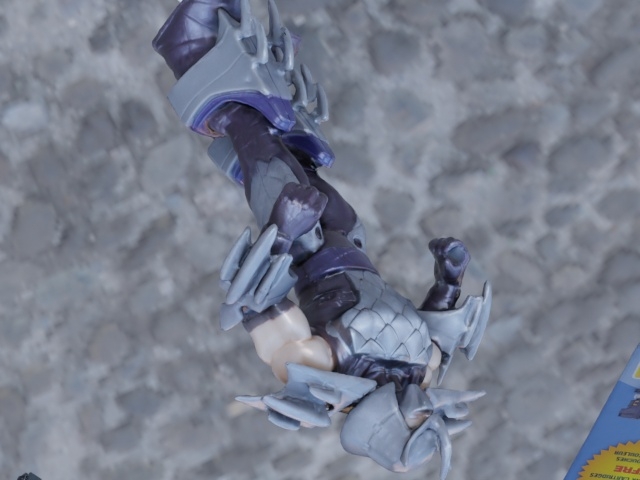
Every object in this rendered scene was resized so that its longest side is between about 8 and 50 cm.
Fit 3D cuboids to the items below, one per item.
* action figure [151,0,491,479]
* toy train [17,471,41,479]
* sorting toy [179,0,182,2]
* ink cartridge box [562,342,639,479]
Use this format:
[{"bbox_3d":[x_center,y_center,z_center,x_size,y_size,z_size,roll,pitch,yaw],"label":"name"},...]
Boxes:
[{"bbox_3d":[0.000,0.000,0.917,0.099,0.285,0.185,-36,150,17],"label":"action figure"},{"bbox_3d":[-0.256,0.247,1.454,0.027,0.158,0.036,37,123,-16],"label":"toy train"},{"bbox_3d":[-0.085,-0.217,1.388,0.083,0.045,0.075,-14,133,-19],"label":"sorting toy"},{"bbox_3d":[0.371,0.280,1.734,0.395,0.270,0.151,-53,139,-44],"label":"ink cartridge box"}]
